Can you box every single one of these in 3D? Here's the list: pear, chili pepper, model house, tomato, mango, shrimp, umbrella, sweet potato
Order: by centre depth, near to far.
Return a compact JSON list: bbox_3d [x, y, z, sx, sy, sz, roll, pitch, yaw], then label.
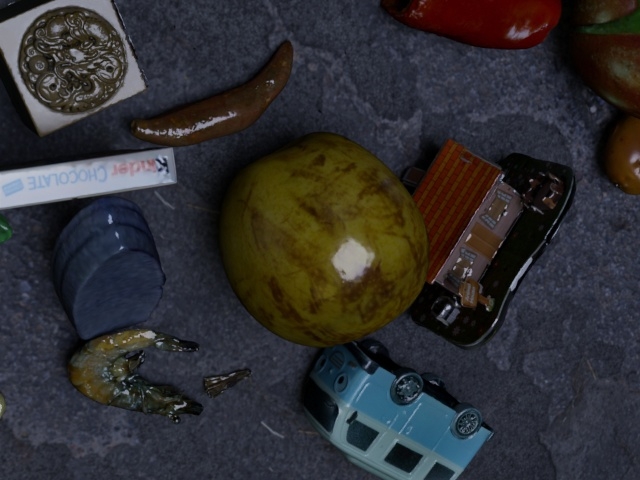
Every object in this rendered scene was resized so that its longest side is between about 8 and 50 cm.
[{"bbox_3d":[0.000,0.000,1.526,0.281,0.281,0.280,-7,106,-24],"label":"pear"},{"bbox_3d":[-0.126,-0.174,1.539,0.255,0.058,0.078,-30,94,-20],"label":"sweet potato"},{"bbox_3d":[-0.224,0.176,1.561,0.217,0.051,0.150,27,120,-36],"label":"shrimp"},{"bbox_3d":[0.260,-0.328,1.640,0.338,0.131,0.134,6,110,-28],"label":"chili pepper"},{"bbox_3d":[0.195,-0.018,1.650,0.154,0.207,0.294,32,88,-25],"label":"model house"},{"bbox_3d":[-0.133,0.199,1.656,0.083,0.020,0.031,-23,73,-18],"label":"umbrella"},{"bbox_3d":[0.513,-0.315,1.683,0.239,0.303,0.303,-15,115,-63],"label":"tomato"},{"bbox_3d":[0.491,-0.148,1.827,0.105,0.084,0.159,29,70,-13],"label":"mango"}]

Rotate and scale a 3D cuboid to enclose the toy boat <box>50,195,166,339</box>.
[{"bbox_3d":[-0.256,0.033,1.423,0.127,0.283,0.078,-16,70,-18],"label":"toy boat"}]

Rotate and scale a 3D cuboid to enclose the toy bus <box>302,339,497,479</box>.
[{"bbox_3d":[0.099,0.256,1.717,0.271,0.133,0.164,33,92,-31],"label":"toy bus"}]

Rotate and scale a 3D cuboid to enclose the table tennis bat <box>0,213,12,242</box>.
[{"bbox_3d":[-0.457,0.039,1.382,0.257,0.039,0.160,-31,126,24],"label":"table tennis bat"}]

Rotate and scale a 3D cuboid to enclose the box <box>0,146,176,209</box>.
[{"bbox_3d":[-0.330,-0.067,1.351,0.273,0.265,0.048,-10,97,-24],"label":"box"}]

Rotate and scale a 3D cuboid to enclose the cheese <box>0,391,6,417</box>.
[{"bbox_3d":[-0.440,0.201,1.502,0.083,0.030,0.044,21,100,-23],"label":"cheese"}]

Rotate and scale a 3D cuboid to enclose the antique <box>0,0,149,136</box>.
[{"bbox_3d":[-0.300,-0.219,1.393,0.152,0.148,0.146,-27,112,-14],"label":"antique"}]
